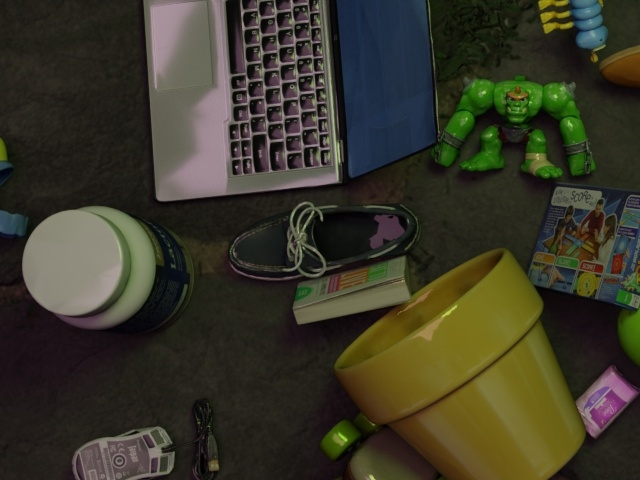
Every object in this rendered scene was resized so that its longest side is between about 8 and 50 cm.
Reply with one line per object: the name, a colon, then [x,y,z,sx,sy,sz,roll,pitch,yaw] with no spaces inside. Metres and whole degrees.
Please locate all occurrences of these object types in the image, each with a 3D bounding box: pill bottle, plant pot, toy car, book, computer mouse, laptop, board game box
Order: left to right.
pill bottle: [-0.262,0.038,1.847,0.153,0.265,0.153,-1,85,11]
computer mouse: [-0.226,0.274,1.933,0.193,0.042,0.106,-12,87,4]
laptop: [-0.055,-0.265,1.851,0.408,0.236,0.381,-5,83,11]
book: [0.041,0.061,1.874,0.144,0.096,0.035,-15,108,9]
toy car: [0.053,0.322,1.850,0.155,0.149,0.188,45,123,15]
plant pot: [0.183,0.175,1.768,0.254,0.254,0.239,-35,94,6]
board game box: [0.326,0.003,1.777,0.035,0.201,0.136,18,89,-24]

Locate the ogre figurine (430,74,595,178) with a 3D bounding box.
ogre figurine: [0.240,-0.143,1.857,0.197,0.097,0.118,8,104,27]

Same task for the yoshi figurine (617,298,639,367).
yoshi figurine: [0.480,0.158,1.730,0.362,0.203,0.203,44,100,15]

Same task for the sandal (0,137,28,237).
sandal: [-0.509,0.008,1.976,0.317,0.126,0.138,-43,82,6]

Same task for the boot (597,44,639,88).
boot: [0.490,-0.138,1.798,0.295,0.104,0.211,-5,83,7]

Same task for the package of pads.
package of pads: [0.347,0.198,1.830,0.050,0.032,0.083,44,94,13]

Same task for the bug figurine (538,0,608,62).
bug figurine: [0.384,-0.350,1.778,0.279,0.072,0.216,-28,118,-13]

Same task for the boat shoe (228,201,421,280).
boat shoe: [0.000,0.000,1.893,0.255,0.079,0.095,-4,84,11]
